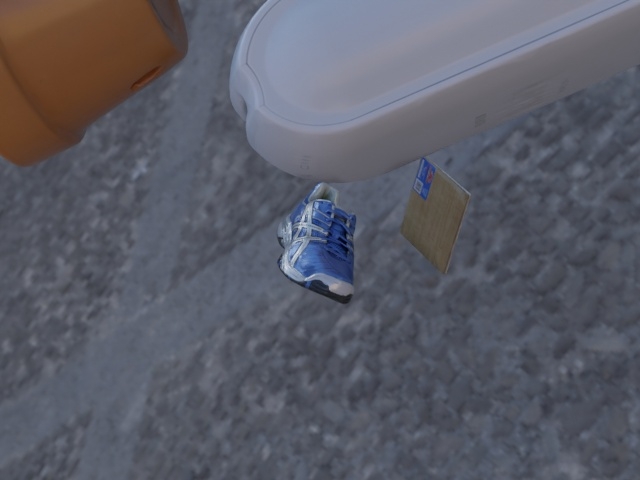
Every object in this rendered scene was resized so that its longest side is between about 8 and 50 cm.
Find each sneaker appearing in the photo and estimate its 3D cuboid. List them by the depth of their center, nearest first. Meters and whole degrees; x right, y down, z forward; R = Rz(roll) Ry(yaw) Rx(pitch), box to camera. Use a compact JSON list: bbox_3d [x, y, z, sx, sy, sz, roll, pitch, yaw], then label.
[{"bbox_3d":[0.000,0.000,1.359,0.081,0.080,0.211,-58,24,16],"label":"sneaker"}]

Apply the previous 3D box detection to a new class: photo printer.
[{"bbox_3d":[0.094,-0.130,0.768,0.307,0.107,0.256,-23,-5,5],"label":"photo printer"}]

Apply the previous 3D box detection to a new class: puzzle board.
[{"bbox_3d":[0.148,-0.034,1.571,0.096,0.011,0.128,47,137,37],"label":"puzzle board"}]

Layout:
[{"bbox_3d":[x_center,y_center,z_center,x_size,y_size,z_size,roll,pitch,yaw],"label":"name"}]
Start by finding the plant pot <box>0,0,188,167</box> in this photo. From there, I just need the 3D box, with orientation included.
[{"bbox_3d":[-0.267,-0.245,1.251,0.203,0.291,0.291,-21,35,7],"label":"plant pot"}]
